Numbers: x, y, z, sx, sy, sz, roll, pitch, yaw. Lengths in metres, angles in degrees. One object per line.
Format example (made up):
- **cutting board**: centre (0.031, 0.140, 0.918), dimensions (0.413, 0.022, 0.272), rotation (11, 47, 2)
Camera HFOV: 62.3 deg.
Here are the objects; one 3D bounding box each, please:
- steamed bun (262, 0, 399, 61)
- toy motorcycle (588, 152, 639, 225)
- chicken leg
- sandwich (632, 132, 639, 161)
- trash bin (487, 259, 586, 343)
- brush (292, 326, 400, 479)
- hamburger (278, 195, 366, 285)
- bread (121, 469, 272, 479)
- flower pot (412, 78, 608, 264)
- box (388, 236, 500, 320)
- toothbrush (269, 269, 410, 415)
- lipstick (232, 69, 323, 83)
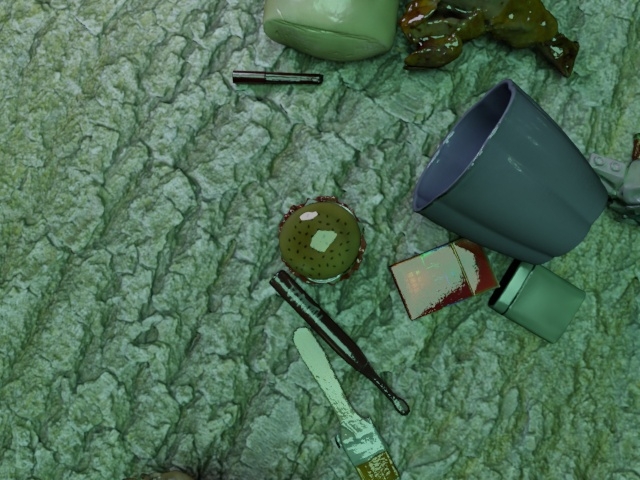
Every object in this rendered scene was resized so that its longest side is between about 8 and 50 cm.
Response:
- **steamed bun**: centre (0.020, -0.440, 0.962), dimensions (0.250, 0.155, 0.199), rotation (10, 89, 7)
- **toy motorcycle**: centre (0.574, -0.104, 0.896), dimensions (0.239, 0.204, 0.108), rotation (7, 72, 0)
- **chicken leg**: centre (0.283, -0.406, 0.963), dimensions (0.409, 0.182, 0.295), rotation (34, 100, -12)
- **sandwich**: centre (0.618, -0.158, 0.981), dimensions (0.069, 0.026, 0.101), rotation (-45, 83, 6)
- **trash bin**: centre (0.395, 0.107, 0.971), dimensions (0.130, 0.059, 0.116), rotation (31, 93, 3)
- **brush**: centre (0.040, 0.313, 1.009), dimensions (0.085, 0.020, 0.336), rotation (-29, 86, 3)
- **hamburger**: centre (0.002, 0.002, 0.961), dimensions (0.175, 0.137, 0.175), rotation (0, 92, 2)
- **bread**: centre (-0.181, 0.600, 0.909), dimensions (0.361, 0.250, 0.394), rotation (6, 93, 6)
- **flower pot**: centre (0.324, -0.092, 0.902), dimensions (0.243, 0.265, 0.265), rotation (36, 91, -8)
- **box**: centre (0.229, 0.067, 0.988), dimensions (0.175, 0.048, 0.112), rotation (-23, 87, 3)
- **toothbrush**: centre (0.039, 0.194, 1.003), dimensions (0.041, 0.041, 0.364), rotation (-45, 87, 2)
- **lipstick**: centre (-0.083, -0.316, 1.031), dimensions (0.177, 0.027, 0.027), rotation (3, 89, 3)
